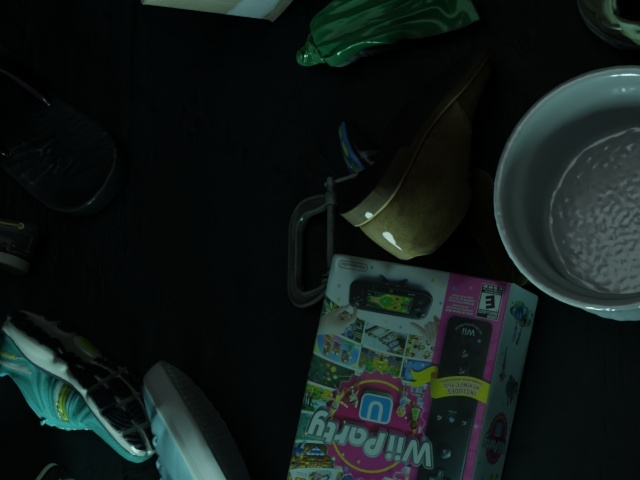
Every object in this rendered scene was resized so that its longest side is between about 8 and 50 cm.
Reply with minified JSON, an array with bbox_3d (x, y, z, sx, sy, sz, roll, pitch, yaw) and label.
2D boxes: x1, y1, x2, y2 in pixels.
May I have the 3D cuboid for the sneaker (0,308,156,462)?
[{"bbox_3d":[-0.303,0.194,2.037,0.275,0.107,0.110,36,116,27],"label":"sneaker"}]

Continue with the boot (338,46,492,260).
[{"bbox_3d":[0.137,-0.101,1.896,0.112,0.115,0.305,-27,25,55],"label":"boot"}]

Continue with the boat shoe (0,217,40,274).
[{"bbox_3d":[-0.479,-0.016,2.175,0.227,0.081,0.069,16,78,19],"label":"boat shoe"}]

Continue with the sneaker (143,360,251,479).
[{"bbox_3d":[-0.154,0.318,1.897,0.150,0.135,0.366,-31,64,7],"label":"sneaker"}]

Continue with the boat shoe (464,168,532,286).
[{"bbox_3d":[0.209,-0.012,1.892,0.056,0.049,0.152,-31,67,32],"label":"boat shoe"}]

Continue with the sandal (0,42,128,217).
[{"bbox_3d":[-0.447,-0.185,2.194,0.445,0.107,0.168,28,86,28],"label":"sandal"}]

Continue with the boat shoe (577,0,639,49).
[{"bbox_3d":[0.363,-0.267,1.804,0.109,0.094,0.302,-51,28,4],"label":"boat shoe"}]

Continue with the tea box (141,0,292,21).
[{"bbox_3d":[-0.102,-0.502,2.012,0.329,0.220,0.324,-42,57,41],"label":"tea box"}]

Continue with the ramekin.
[{"bbox_3d":[0.342,-0.042,1.795,0.277,0.135,0.277,-7,72,22],"label":"ramekin"}]

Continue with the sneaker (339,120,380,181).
[{"bbox_3d":[0.090,-0.081,1.964,0.078,0.067,0.188,-37,59,-15],"label":"sneaker"}]

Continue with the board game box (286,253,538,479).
[{"bbox_3d":[0.100,0.184,1.837,0.224,0.097,0.303,9,85,26],"label":"board game box"}]

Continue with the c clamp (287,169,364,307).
[{"bbox_3d":[0.000,0.000,1.963,0.137,0.022,0.161,-10,72,50],"label":"c clamp"}]

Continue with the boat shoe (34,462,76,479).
[{"bbox_3d":[-0.354,0.344,2.023,0.042,0.049,0.133,28,82,36],"label":"boat shoe"}]

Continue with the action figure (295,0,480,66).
[{"bbox_3d":[0.072,-0.278,2.024,0.232,0.063,0.137,-25,68,10],"label":"action figure"}]
